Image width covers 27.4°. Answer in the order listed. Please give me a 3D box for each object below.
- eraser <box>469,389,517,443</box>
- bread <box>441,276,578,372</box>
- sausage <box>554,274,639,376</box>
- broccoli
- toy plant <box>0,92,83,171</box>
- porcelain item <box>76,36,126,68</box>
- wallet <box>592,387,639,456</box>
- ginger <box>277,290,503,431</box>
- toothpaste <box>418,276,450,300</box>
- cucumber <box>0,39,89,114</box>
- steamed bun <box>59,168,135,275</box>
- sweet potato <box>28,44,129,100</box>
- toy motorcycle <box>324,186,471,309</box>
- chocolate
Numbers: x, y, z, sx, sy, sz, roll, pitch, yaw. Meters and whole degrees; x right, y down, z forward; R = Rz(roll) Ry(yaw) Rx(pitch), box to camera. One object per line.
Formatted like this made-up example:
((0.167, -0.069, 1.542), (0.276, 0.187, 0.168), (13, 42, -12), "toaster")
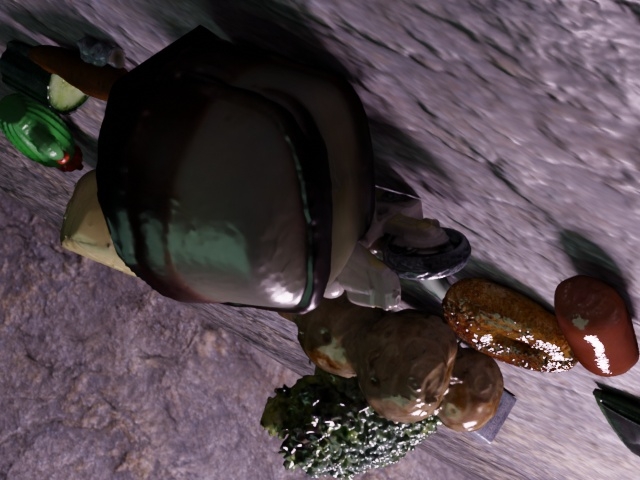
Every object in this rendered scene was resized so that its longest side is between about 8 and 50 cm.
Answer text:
((0.222, 0.245, 2.177), (0.212, 0.092, 0.046), (36, 168, -20), "eraser")
((0.237, 0.111, 1.662), (0.193, 0.064, 0.193), (28, 166, 8), "bread")
((0.297, 0.093, 1.407), (0.077, 0.077, 0.194), (25, 165, 29), "sausage")
((0.071, 0.265, 2.385), (0.281, 0.348, 0.293), (60, 142, 32), "broccoli")
((-0.477, -0.184, 2.233), (0.154, 0.088, 0.240), (44, 179, 0), "toy plant")
((-0.275, -0.234, 1.636), (0.083, 0.028, 0.036), (23, 149, 42), "porcelain item")
((0.482, 0.281, 1.765), (0.236, 0.055, 0.160), (20, 157, 48), "wallet")
((0.093, 0.165, 2.001), (0.375, 0.176, 0.256), (27, -177, 21), "ginger")
((0.139, 0.043, 1.695), (0.064, 0.041, 0.218), (40, 175, 24), "toothpaste")
((-0.402, -0.228, 1.908), (0.115, 0.062, 0.116), (29, 167, 31), "cucumber")
((-0.340, -0.028, 2.336), (0.232, 0.166, 0.273), (21, 175, -8), "steamed bun")
((-0.304, -0.217, 1.713), (0.265, 0.057, 0.057), (22, 165, 48), "sweet potato")
((0.000, 0.000, 1.478), (0.341, 0.223, 0.107), (21, 126, 48), "toy motorcycle")
((-0.055, -0.065, 1.277), (0.186, 0.283, 0.283), (5, 155, 34), "chocolate")
